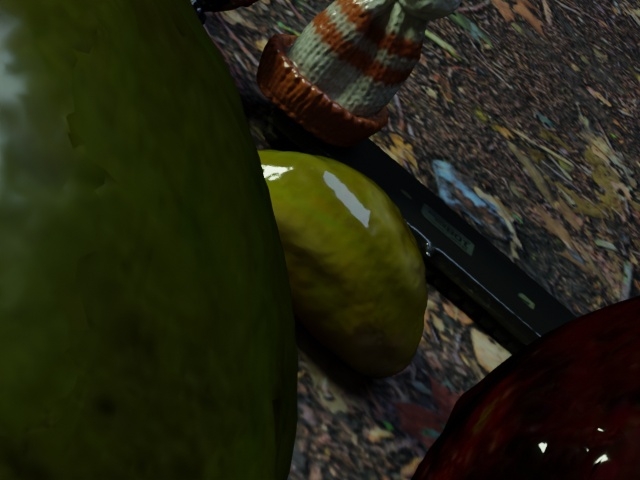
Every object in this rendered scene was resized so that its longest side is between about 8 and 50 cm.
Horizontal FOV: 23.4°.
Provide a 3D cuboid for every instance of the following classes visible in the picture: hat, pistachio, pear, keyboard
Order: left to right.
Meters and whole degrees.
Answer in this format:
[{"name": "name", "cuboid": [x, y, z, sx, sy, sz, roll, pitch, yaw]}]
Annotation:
[{"name": "pear", "cuboid": [-0.183, -0.002, 0.444, 0.413, 0.352, 0.352, 44, 26, 9]}, {"name": "pistachio", "cuboid": [0.000, -0.002, 0.951, 0.189, 0.110, 0.100, 44, 58, 0]}, {"name": "hat", "cuboid": [0.039, -0.146, 1.095, 0.112, 0.162, 0.094, 9, 40, -47]}, {"name": "keyboard", "cuboid": [0.088, 0.001, 1.153, 0.317, 0.027, 0.106, 41, 23, -4]}]

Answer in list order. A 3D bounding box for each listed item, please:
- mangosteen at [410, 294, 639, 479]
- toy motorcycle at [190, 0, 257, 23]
[{"name": "mangosteen", "cuboid": [0.220, 0.214, 0.660, 0.381, 0.381, 0.421, -15, 75, -59]}, {"name": "toy motorcycle", "cuboid": [-0.103, -0.213, 1.104, 0.082, 0.122, 0.213, 61, 7, -46]}]
